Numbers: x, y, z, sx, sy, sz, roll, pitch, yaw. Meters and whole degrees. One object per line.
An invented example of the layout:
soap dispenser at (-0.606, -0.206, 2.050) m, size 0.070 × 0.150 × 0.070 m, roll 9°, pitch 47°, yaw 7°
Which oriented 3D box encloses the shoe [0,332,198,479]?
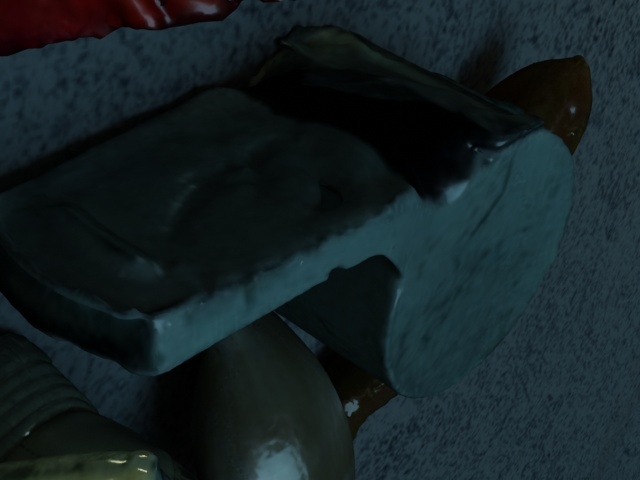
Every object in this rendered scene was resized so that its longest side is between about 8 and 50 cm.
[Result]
shoe at (-0.105, 0.215, 0.745) m, size 0.132 × 0.211 × 0.342 m, roll -45°, pitch 147°, yaw -22°

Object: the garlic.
garlic at (-0.031, 0.179, 0.890) m, size 0.112 × 0.143 × 0.318 m, roll -4°, pitch 130°, yaw -5°

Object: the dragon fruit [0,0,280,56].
dragon fruit at (-0.083, -0.179, 0.390) m, size 0.240 × 0.330 × 0.302 m, roll -42°, pitch 150°, yaw -67°

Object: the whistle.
whistle at (0.003, -0.026, 0.731) m, size 0.405 × 0.168 × 0.188 m, roll 8°, pitch 111°, yaw -57°

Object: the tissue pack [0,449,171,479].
tissue pack at (-0.190, 0.196, 0.536) m, size 0.228 × 0.316 × 0.103 m, roll 74°, pitch 11°, yaw -51°

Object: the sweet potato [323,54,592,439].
sweet potato at (0.098, 0.022, 0.984) m, size 0.385 × 0.109 × 0.109 m, roll -58°, pitch 150°, yaw 10°
